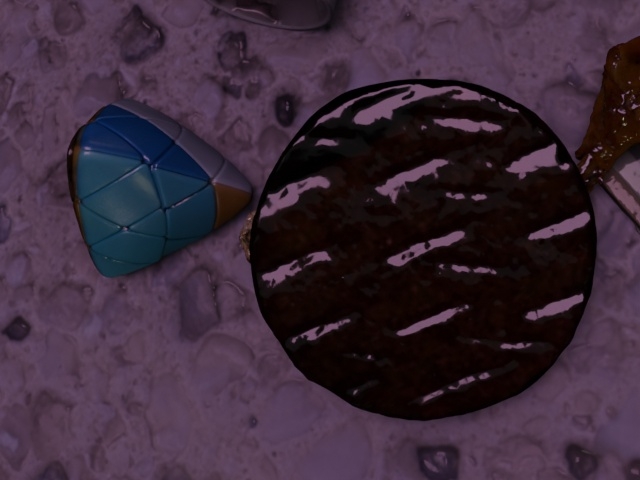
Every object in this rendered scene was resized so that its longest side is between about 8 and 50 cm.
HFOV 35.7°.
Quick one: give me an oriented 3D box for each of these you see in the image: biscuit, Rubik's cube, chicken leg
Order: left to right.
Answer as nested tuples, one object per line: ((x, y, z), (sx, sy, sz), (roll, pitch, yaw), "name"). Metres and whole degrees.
((-0.213, -0.043, 1.315), (0.254, 0.254, 0.254), (-3, 78, 14), "Rubik's cube")
((0.119, 0.011, 1.174), (0.407, 0.091, 0.407), (2, 101, 9), "biscuit")
((0.348, -0.130, 1.187), (0.107, 0.087, 0.251), (40, 99, 37), "chicken leg")

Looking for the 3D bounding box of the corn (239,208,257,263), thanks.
((0.000, 0.000, 1.273), (0.211, 0.087, 0.087), (2, 79, 16), "corn")

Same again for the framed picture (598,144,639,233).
((0.572, -0.028, 1.154), (0.326, 0.028, 0.446), (-39, 72, 5), "framed picture")

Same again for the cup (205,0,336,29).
((-0.044, -0.469, 1.314), (0.212, 0.212, 0.317), (13, 82, 17), "cup")
